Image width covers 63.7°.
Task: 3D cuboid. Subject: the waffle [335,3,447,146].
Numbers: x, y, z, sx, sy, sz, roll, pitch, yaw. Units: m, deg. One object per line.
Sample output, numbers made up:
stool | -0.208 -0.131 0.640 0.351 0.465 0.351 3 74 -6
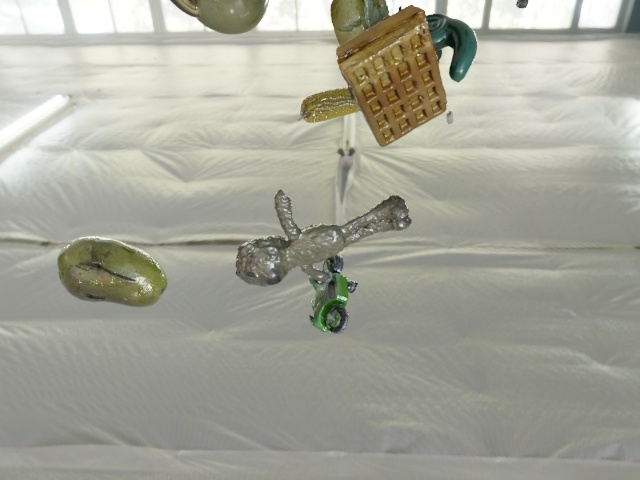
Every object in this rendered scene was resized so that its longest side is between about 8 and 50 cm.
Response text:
waffle | 0.180 -0.381 1.240 0.224 0.328 0.098 -29 -118 8

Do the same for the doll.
doll | 0.001 0.010 0.873 0.285 0.203 0.091 -5 -125 -18

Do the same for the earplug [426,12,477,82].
earplug | 0.285 -0.498 1.396 0.164 0.280 0.257 -37 -96 -29

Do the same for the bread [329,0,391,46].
bread | 0.122 -0.620 1.497 0.124 0.257 0.186 6 -120 34

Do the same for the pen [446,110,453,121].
pen | 0.416 -0.398 1.657 0.026 0.026 0.218 7 -172 13

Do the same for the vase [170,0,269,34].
vase | -0.279 -0.728 1.393 0.329 0.302 0.241 -29 -115 -35

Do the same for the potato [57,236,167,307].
potato | -0.470 0.075 1.160 0.248 0.169 0.144 16 -111 1

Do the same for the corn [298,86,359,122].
corn | 0.064 -0.480 1.792 0.310 0.101 0.101 -18 -144 -15

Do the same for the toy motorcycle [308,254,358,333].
toy motorcycle | 0.018 0.117 1.054 0.074 0.106 0.190 23 -138 -28

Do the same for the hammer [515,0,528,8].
hammer | 0.467 -0.665 1.187 0.029 0.103 0.246 1 -112 -8
